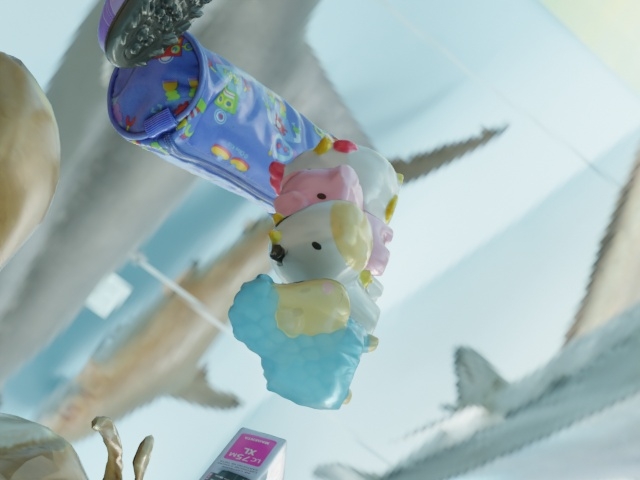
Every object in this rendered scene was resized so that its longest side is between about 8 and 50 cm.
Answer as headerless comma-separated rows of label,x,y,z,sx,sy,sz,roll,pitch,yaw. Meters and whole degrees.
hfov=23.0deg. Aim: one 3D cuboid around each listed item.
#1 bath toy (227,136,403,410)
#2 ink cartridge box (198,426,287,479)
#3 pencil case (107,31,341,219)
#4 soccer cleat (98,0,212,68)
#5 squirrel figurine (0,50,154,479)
bath toy,0.000,0.000,1.399,0.348,0.129,0.151,-76,-172,-63
ink cartridge box,-0.114,0.330,1.499,0.311,0.065,0.186,-43,143,-61
pencil case,-0.083,-0.103,1.627,0.119,0.306,0.133,-29,-125,24
soccer cleat,-0.136,-0.309,1.473,0.318,0.116,0.108,-61,162,-8
squirrel figurine,-0.232,0.082,0.483,0.281,0.370,0.397,-8,-155,33
